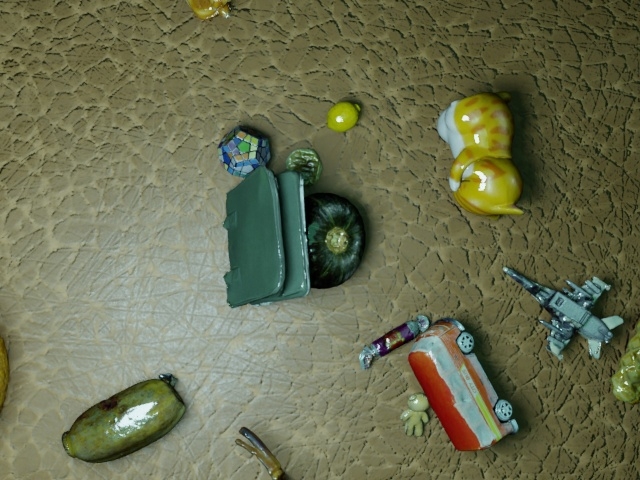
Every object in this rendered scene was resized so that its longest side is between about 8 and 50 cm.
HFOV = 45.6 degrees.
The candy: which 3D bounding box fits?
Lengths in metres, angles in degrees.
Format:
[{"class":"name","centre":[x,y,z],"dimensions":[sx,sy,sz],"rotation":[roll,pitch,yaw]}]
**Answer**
[{"class":"candy","centre":[0.152,0.210,1.586],"dimensions":[0.175,0.043,0.045],"rotation":[-29,90,-10]}]

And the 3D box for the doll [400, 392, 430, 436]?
[{"class":"doll","centre":[0.197,0.360,1.571],"dimensions":[0.061,0.051,0.093],"rotation":[6,86,-10]}]

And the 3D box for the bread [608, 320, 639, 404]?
[{"class":"bread","centre":[0.719,0.177,1.614],"dimensions":[0.084,0.077,0.367],"rotation":[28,83,0]}]

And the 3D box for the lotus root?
[{"class":"lotus root","centre":[-0.379,0.355,1.490],"dimensions":[0.241,0.124,0.123],"rotation":[-29,77,-7]}]

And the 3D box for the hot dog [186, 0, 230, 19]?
[{"class":"hot dog","centre":[-0.263,-0.567,1.607],"dimensions":[0.102,0.076,0.249],"rotation":[-34,86,31]}]

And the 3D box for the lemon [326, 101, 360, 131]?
[{"class":"lemon","centre":[0.049,-0.262,1.609],"dimensions":[0.083,0.062,0.062],"rotation":[-35,88,-6]}]

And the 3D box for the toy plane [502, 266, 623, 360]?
[{"class":"toy plane","centre":[0.498,0.133,1.595],"dimensions":[0.262,0.088,0.192],"rotation":[35,84,0]}]

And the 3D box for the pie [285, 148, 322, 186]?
[{"class":"pie","centre":[-0.035,-0.155,1.614],"dimensions":[0.084,0.020,0.084],"rotation":[0,86,-5]}]

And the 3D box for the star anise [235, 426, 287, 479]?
[{"class":"star anise","centre":[-0.097,0.526,1.487],"dimensions":[0.237,0.148,0.346],"rotation":[-14,96,-3]}]

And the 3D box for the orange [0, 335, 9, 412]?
[{"class":"orange","centre":[-0.744,0.275,1.379],"dimensions":[0.322,0.322,0.357],"rotation":[16,92,-3]}]

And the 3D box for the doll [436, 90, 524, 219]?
[{"class":"doll","centre":[0.332,-0.178,1.577],"dimensions":[0.162,0.166,0.269],"rotation":[-2,88,-3]}]

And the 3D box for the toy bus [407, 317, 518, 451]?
[{"class":"toy bus","centre":[0.276,0.294,1.534],"dimensions":[0.120,0.121,0.265],"rotation":[-27,88,-30]}]

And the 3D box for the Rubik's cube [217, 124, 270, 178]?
[{"class":"Rubik's cube","centre":[-0.158,-0.183,1.570],"dimensions":[0.093,0.111,0.111],"rotation":[4,84,24]}]

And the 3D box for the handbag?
[{"class":"handbag","centre":[-0.116,-0.001,1.482],"dimensions":[0.079,0.260,0.247],"rotation":[0,80,-30]}]

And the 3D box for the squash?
[{"class":"squash","centre":[0.003,0.001,1.539],"dimensions":[0.193,0.156,0.193],"rotation":[7,69,-19]}]
